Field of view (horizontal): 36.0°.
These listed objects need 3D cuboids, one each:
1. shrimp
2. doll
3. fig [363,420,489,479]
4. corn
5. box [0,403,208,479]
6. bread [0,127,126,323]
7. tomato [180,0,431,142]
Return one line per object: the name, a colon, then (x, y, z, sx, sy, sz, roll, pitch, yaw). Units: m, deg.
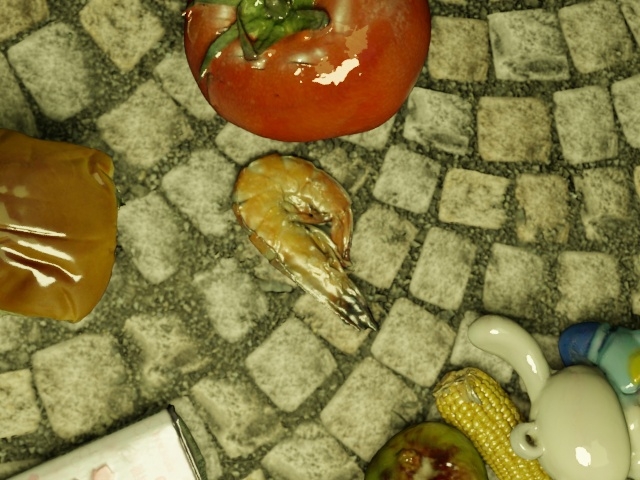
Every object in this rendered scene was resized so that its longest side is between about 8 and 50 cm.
shrimp: (0.000, 0.000, 1.465, 0.164, 0.062, 0.317, -40, 89, -14)
doll: (0.429, 0.248, 1.425, 0.366, 0.187, 0.376, -15, 89, -21)
fig: (0.159, 0.365, 1.402, 0.181, 0.181, 0.191, -27, 118, -11)
corn: (0.287, 0.307, 1.459, 0.106, 0.106, 0.293, -44, 94, -11)
box: (-0.330, 0.381, 1.350, 0.370, 0.112, 0.190, -22, 88, -13)
bread: (-0.408, -0.021, 1.317, 0.279, 0.225, 0.250, 9, 84, -9)
tomato: (-0.015, -0.284, 1.390, 0.341, 0.273, 0.341, -4, 77, 19)
